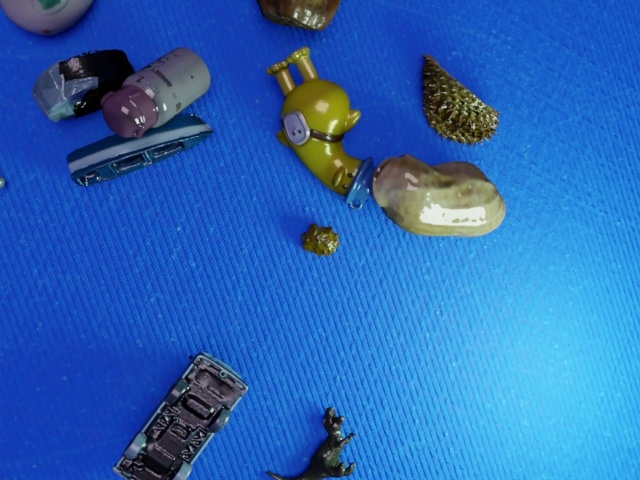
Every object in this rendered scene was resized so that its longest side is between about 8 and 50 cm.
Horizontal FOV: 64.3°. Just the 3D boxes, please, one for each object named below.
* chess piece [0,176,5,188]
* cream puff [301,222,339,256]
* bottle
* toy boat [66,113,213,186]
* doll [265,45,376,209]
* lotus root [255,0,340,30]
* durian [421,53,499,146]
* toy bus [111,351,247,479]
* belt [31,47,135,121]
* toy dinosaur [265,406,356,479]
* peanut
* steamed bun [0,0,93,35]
[{"bbox_3d":[-0.764,-0.162,0.992,0.272,0.139,0.139,20,87,-21],"label":"chess piece"},{"bbox_3d":[0.000,0.000,1.140,0.083,0.058,0.083,-40,98,-5],"label":"cream puff"},{"bbox_3d":[-0.327,-0.287,1.006,0.110,0.110,0.233,42,50,-7],"label":"bottle"},{"bbox_3d":[-0.373,-0.196,1.062,0.300,0.096,0.061,-23,84,-12],"label":"toy boat"},{"bbox_3d":[0.006,-0.227,1.115,0.200,0.145,0.362,-19,106,30],"label":"doll"},{"bbox_3d":[-0.037,-0.592,1.083,0.193,0.193,0.290,14,91,-9],"label":"lotus root"},{"bbox_3d":[0.319,-0.325,1.174,0.252,0.144,0.139,31,64,-3],"label":"durian"},{"bbox_3d":[-0.277,0.359,1.043,0.133,0.165,0.271,38,84,-9],"label":"toy bus"},{"bbox_3d":[-0.465,-0.307,1.012,0.199,0.151,0.078,-29,96,-15],"label":"belt"},{"bbox_3d":[-0.011,0.473,1.165,0.179,0.087,0.187,6,71,26],"label":"toy dinosaur"},{"bbox_3d":[0.258,-0.086,1.110,0.341,0.174,0.158,-2,56,-23],"label":"peanut"},{"bbox_3d":[-0.548,-0.528,1.010,0.177,0.131,0.228,25,84,-10],"label":"steamed bun"}]
